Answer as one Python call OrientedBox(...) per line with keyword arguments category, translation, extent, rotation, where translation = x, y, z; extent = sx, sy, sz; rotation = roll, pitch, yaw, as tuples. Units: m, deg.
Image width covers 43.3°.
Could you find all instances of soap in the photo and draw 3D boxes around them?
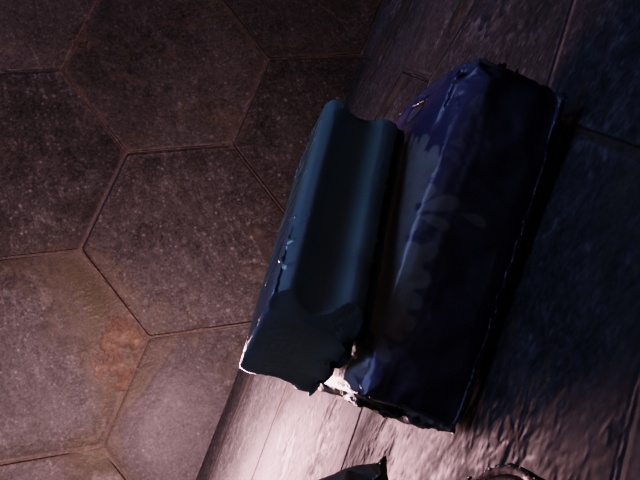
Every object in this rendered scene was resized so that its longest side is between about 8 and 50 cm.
OrientedBox(category="soap", translation=(0.000, 0.000, 0.790), extent=(0.150, 0.094, 0.261), rotation=(125, 162, -51))

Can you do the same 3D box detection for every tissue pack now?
OrientedBox(category="tissue pack", translation=(0.108, 0.012, 0.831), extent=(0.242, 0.126, 0.343), rotation=(161, 129, -77))

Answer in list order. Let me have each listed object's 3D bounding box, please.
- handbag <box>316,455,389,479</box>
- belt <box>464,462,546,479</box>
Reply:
OrientedBox(category="handbag", translation=(-0.022, 0.328, 0.815), extent=(0.182, 0.117, 0.270), rotation=(-58, 4, -36))
OrientedBox(category="belt", translation=(0.111, 0.216, 0.428), extent=(0.151, 0.078, 0.198), rotation=(-56, 12, 32))
